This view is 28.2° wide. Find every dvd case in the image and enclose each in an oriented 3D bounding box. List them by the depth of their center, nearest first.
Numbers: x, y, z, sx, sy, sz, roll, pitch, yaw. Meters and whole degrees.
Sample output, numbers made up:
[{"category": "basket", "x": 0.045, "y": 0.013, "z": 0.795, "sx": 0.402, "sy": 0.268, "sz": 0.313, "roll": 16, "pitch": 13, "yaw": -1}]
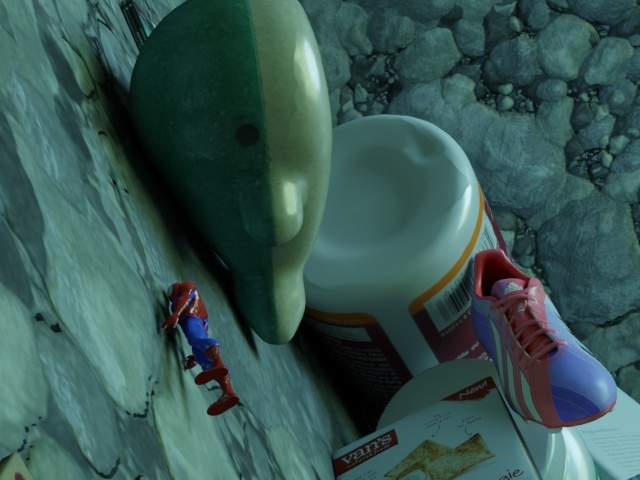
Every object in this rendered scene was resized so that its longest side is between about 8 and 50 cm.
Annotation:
[{"category": "dvd case", "x": -0.141, "y": -0.154, "z": 1.152, "sx": 0.087, "sy": 0.013, "sz": 0.120, "roll": 43, "pitch": 23, "yaw": -75}]

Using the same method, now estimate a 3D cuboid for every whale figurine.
[{"category": "whale figurine", "x": -0.067, "y": -0.054, "z": 0.954, "sx": 0.216, "sy": 0.141, "sz": 0.272, "roll": -106, "pitch": -167, "yaw": -58}]

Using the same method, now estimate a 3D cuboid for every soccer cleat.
[{"category": "soccer cleat", "x": 0.179, "y": 0.082, "z": 1.084, "sx": 0.248, "sy": 0.083, "sz": 0.095, "roll": -114, "pitch": -176, "yaw": -72}]

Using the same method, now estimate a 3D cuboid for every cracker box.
[{"category": "cracker box", "x": 0.100, "y": 0.214, "z": 0.992, "sx": 0.067, "sy": 0.155, "sz": 0.232, "roll": 61, "pitch": 6, "yaw": -21}]

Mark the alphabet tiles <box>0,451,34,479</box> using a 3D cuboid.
[{"category": "alphabet tiles", "x": -0.082, "y": 0.153, "z": 0.342, "sx": 0.198, "sy": 0.009, "sz": 0.237, "roll": 63, "pitch": 6, "yaw": -12}]

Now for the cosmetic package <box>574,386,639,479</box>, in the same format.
[{"category": "cosmetic package", "x": 0.332, "y": 0.322, "z": 1.587, "sx": 0.453, "sy": 0.161, "sz": 0.230, "roll": 44, "pitch": -51, "yaw": 56}]

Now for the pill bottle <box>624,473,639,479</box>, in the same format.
[{"category": "pill bottle", "x": 0.199, "y": 0.291, "z": 1.007, "sx": 0.146, "sy": 0.264, "sz": 0.146, "roll": 62, "pitch": 7, "yaw": -13}]

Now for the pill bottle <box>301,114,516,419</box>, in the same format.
[{"category": "pill bottle", "x": 0.105, "y": 0.069, "z": 1.348, "sx": 0.392, "sy": 0.224, "sz": 0.224, "roll": 58, "pitch": 8, "yaw": -49}]

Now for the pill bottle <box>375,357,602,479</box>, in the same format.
[{"category": "pill bottle", "x": 0.186, "y": 0.275, "z": 1.275, "sx": 0.361, "sy": 0.204, "sz": 0.204, "roll": 57, "pitch": 9, "yaw": -51}]

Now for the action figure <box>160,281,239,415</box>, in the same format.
[{"category": "action figure", "x": -0.074, "y": 0.056, "z": 0.747, "sx": 0.115, "sy": 0.030, "sz": 0.038, "roll": -116, "pitch": -177, "yaw": -58}]
